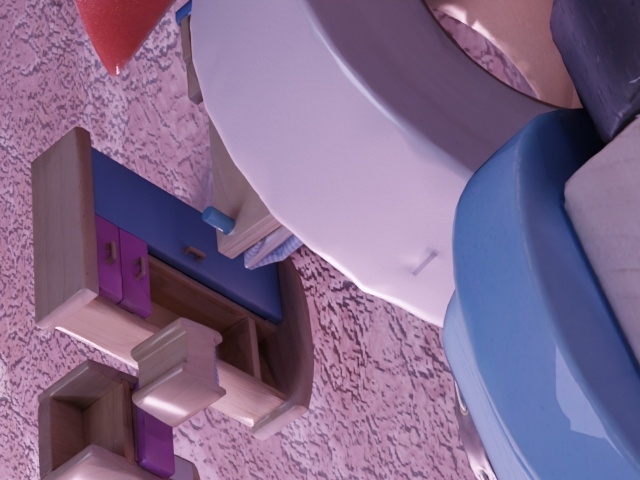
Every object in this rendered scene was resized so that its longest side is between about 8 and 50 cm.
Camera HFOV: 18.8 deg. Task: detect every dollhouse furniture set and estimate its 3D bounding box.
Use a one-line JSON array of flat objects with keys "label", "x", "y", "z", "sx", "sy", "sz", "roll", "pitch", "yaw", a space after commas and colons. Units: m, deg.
[{"label": "dollhouse furniture set", "x": 0.000, "y": 0.000, "z": 1.161, "sx": 0.303, "sy": 0.198, "sz": 0.286, "roll": -36, "pitch": 43, "yaw": 28}]

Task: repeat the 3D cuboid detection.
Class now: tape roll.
[{"label": "tape roll", "x": 0.082, "y": -0.093, "z": 0.957, "sx": 0.100, "sy": 0.286, "sz": 0.286, "roll": -50, "pitch": 60, "yaw": 45}]

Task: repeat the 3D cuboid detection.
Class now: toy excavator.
[{"label": "toy excavator", "x": 0.169, "y": 0.084, "z": 0.804, "sx": 0.445, "sy": 0.433, "sz": 0.222, "roll": -41, "pitch": 61, "yaw": 40}]

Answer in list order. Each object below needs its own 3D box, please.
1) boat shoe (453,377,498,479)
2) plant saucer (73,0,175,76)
[{"label": "boat shoe", "x": 0.094, "y": 0.038, "z": 1.137, "sx": 0.079, "sy": 0.084, "sz": 0.233, "roll": -20, "pitch": 86, "yaw": 51}, {"label": "plant saucer", "x": -0.088, "y": -0.275, "z": 1.221, "sx": 0.259, "sy": 0.047, "sz": 0.258, "roll": -45, "pitch": 34, "yaw": 47}]
